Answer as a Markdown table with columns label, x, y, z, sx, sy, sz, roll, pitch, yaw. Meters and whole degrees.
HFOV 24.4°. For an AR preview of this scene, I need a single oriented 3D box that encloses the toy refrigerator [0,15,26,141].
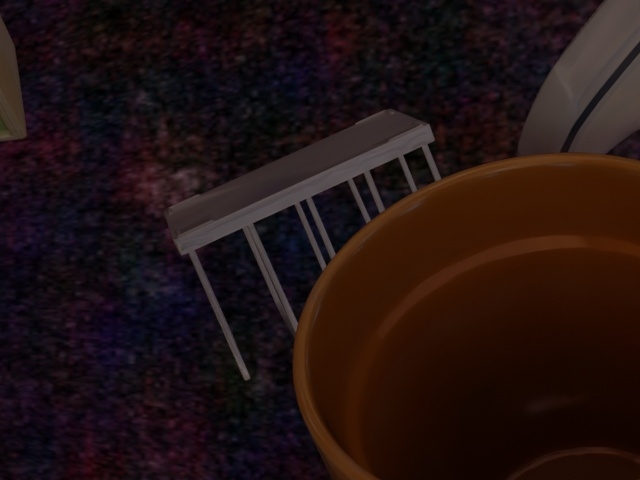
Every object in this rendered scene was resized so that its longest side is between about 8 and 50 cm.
| label | x | y | z | sx | sy | sz | roll | pitch | yaw |
| --- | --- | --- | --- | --- | --- | --- | --- | --- | --- |
| toy refrigerator | -0.298 | -0.141 | 1.136 | 0.102 | 0.269 | 0.094 | -9 | 79 | -5 |

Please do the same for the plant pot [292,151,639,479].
| label | x | y | z | sx | sy | sz | roll | pitch | yaw |
| --- | --- | --- | --- | --- | --- | --- | --- | --- | --- |
| plant pot | 0.110 | 0.096 | 0.679 | 0.205 | 0.205 | 0.188 | -49 | 139 | -28 |

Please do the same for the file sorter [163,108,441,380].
| label | x | y | z | sx | sy | sz | roll | pitch | yaw |
| --- | --- | --- | --- | --- | --- | --- | --- | --- | --- |
| file sorter | 0.000 | 0.000 | 1.560 | 0.277 | 0.193 | 0.173 | -25 | 103 | -4 |

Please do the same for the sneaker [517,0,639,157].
| label | x | y | z | sx | sy | sz | roll | pitch | yaw |
| --- | --- | --- | --- | --- | --- | --- | --- | --- | --- |
| sneaker | 0.176 | -0.091 | 0.682 | 0.091 | 0.258 | 0.094 | 42 | 55 | 7 |
